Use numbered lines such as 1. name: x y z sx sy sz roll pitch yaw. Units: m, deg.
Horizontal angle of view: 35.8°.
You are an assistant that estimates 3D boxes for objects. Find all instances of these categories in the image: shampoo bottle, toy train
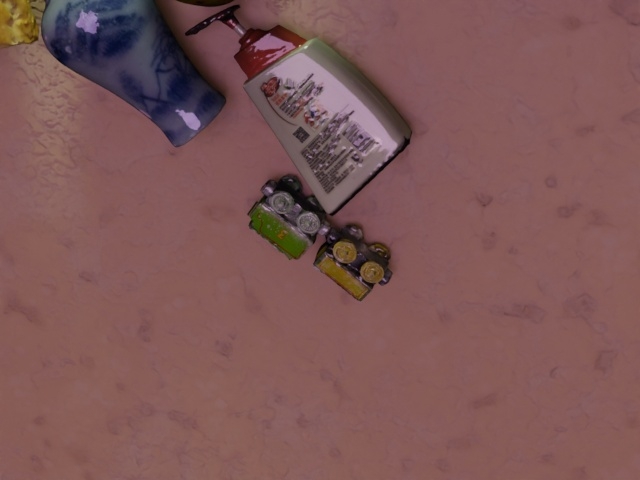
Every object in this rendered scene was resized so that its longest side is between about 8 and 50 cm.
1. shampoo bottle: -0.031 -0.179 1.198 0.284 0.071 0.153 46 116 -6
2. toy train: 0.000 0.000 1.272 0.202 0.060 0.081 38 122 -5

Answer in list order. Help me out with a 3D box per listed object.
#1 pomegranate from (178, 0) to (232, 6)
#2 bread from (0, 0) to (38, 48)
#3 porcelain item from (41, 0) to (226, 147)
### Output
1. pomegranate: -0.150 -0.347 1.113 0.205 0.159 0.159 19 118 32
2. bread: -0.457 -0.394 1.122 0.165 0.236 0.375 -21 115 -24
3. porcelain item: -0.232 -0.231 1.189 0.141 0.141 0.259 -36 111 23
